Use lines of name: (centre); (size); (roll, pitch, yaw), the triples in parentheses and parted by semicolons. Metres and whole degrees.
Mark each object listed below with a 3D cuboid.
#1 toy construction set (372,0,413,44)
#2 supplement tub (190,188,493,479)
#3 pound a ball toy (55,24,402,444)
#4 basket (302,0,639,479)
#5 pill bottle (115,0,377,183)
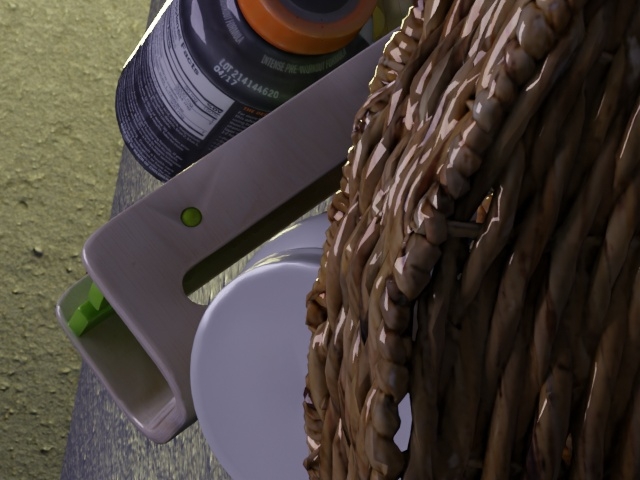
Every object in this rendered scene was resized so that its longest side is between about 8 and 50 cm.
toy construction set: (0.030, -0.230, 1.166); (0.327, 0.151, 0.215); (140, 122, -70)
supplement tub: (0.041, 0.047, 0.818); (0.199, 0.144, 0.144); (-24, -49, -59)
pound a ball toy: (0.000, 0.000, 1.034); (0.136, 0.319, 0.208); (53, 156, 5)
basket: (0.098, 0.005, 0.645); (0.223, 0.213, 0.299); (-116, 36, -66)
pill bottle: (-0.046, -0.127, 1.121); (0.245, 0.130, 0.130); (142, 135, -62)
